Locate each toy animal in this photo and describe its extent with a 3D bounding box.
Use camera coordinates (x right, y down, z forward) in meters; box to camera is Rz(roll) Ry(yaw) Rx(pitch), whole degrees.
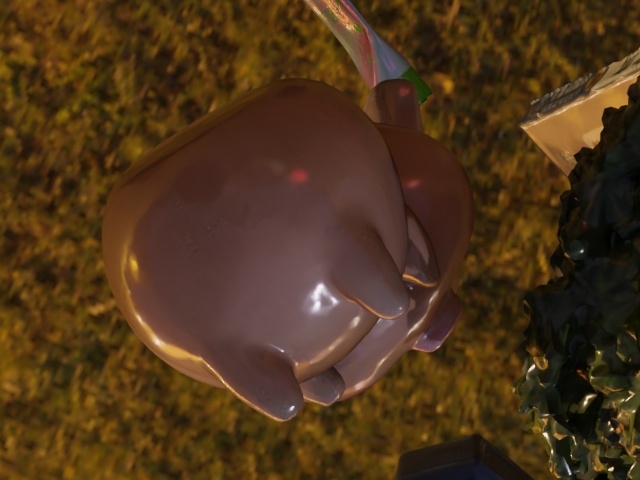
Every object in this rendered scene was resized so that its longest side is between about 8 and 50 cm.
[{"bbox_3d":[-0.011,0.002,0.786,0.166,0.250,0.154,-39,78,10],"label":"toy animal"}]

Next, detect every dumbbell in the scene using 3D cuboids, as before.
[{"bbox_3d":[0.122,0.304,1.479,0.143,0.316,0.156,12,111,2],"label":"dumbbell"}]

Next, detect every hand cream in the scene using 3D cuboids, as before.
[{"bbox_3d":[0.009,-0.242,1.713,0.275,0.050,0.079,49,135,-7],"label":"hand cream"}]

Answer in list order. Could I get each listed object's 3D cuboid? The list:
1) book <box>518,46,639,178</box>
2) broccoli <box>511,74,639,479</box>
[{"bbox_3d":[0.350,-0.040,1.234,0.300,0.039,0.428,43,160,-10],"label":"book"},{"bbox_3d":[0.266,0.021,0.694,0.302,0.249,0.375,42,109,23],"label":"broccoli"}]
